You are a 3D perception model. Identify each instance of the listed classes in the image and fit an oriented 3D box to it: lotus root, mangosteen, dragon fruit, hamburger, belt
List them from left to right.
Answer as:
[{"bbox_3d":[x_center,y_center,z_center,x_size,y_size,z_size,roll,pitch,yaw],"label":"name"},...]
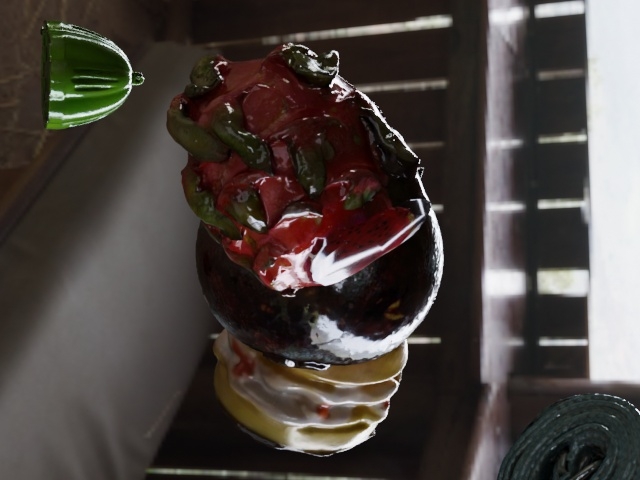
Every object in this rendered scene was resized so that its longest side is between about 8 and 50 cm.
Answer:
[{"bbox_3d":[-0.380,-0.276,1.847,0.186,0.186,0.186,-2,90,-72],"label":"lotus root"},{"bbox_3d":[-0.020,-0.057,0.735,0.166,0.160,0.172,-8,57,-45],"label":"dragon fruit"},{"bbox_3d":[-0.004,0.135,1.524,0.276,0.276,0.237,-48,158,-65],"label":"hamburger"},{"bbox_3d":[0.000,0.000,1.200,0.288,0.288,0.288,-2,90,-72],"label":"mangosteen"},{"bbox_3d":[0.251,0.230,1.056,0.082,0.163,0.147,49,27,-41],"label":"belt"}]
